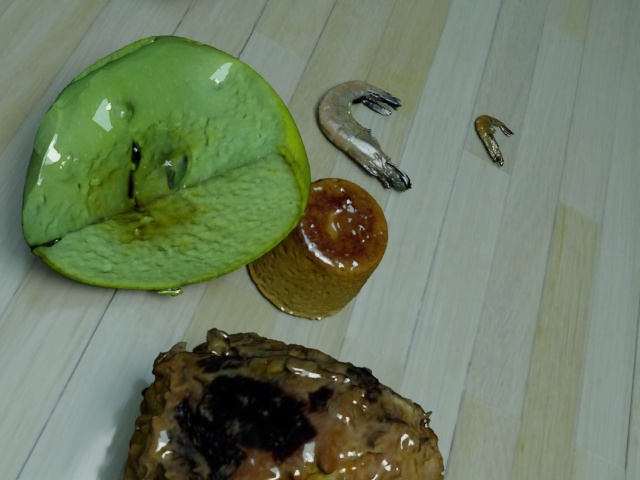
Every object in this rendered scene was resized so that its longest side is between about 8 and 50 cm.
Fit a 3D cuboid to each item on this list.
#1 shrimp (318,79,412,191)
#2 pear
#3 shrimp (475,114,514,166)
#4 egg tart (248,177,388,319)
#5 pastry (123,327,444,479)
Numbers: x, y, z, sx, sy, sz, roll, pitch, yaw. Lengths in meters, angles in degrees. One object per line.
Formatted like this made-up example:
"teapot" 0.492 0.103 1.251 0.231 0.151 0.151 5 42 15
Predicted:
"shrimp" 0.096 -0.183 1.148 0.219 0.046 0.152 47 62 1
"pear" -0.197 -0.119 0.885 0.342 0.238 0.318 -20 60 4
"shrimp" 0.343 -0.193 1.276 0.083 0.023 0.114 -9 69 -30
"egg tart" 0.000 0.000 0.969 0.202 0.147 0.203 8 66 -18
"pastry" -0.023 0.265 0.742 0.405 0.337 0.293 32 67 -9
